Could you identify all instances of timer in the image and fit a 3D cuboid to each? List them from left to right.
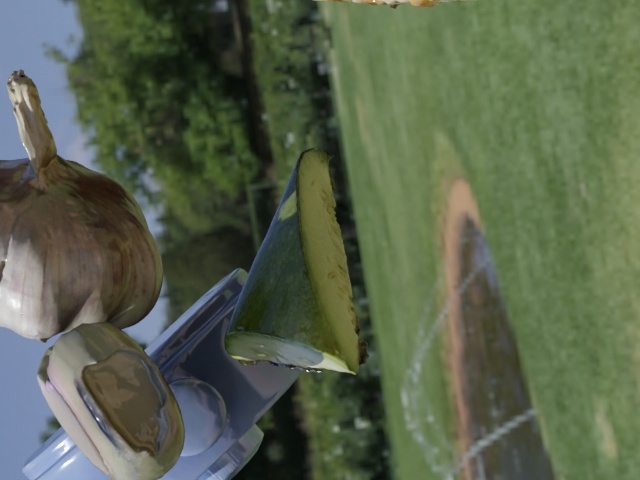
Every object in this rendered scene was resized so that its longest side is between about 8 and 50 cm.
[{"bbox_3d":[-0.160,0.205,1.672,0.173,0.395,0.395,49,-179,-3],"label":"timer"}]

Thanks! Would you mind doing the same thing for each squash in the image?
[{"bbox_3d":[0.000,0.000,1.445,0.093,0.169,0.252,43,-118,-41],"label":"squash"}]

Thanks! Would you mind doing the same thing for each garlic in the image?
[{"bbox_3d":[-0.277,-0.039,1.417,0.245,0.245,0.253,-101,14,-76],"label":"garlic"}]

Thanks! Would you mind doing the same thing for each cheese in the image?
[{"bbox_3d":[-0.214,0.154,1.385,0.163,0.082,0.286,59,158,-7],"label":"cheese"}]

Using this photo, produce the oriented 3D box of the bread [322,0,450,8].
[{"bbox_3d":[0.157,-0.461,1.966,0.371,0.390,0.279,12,110,52],"label":"bread"}]
